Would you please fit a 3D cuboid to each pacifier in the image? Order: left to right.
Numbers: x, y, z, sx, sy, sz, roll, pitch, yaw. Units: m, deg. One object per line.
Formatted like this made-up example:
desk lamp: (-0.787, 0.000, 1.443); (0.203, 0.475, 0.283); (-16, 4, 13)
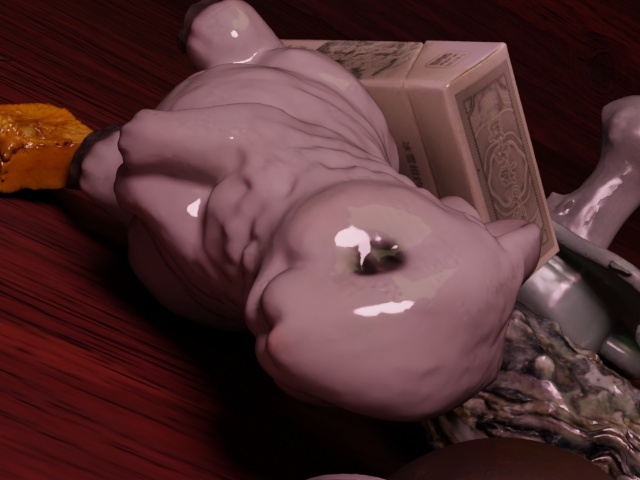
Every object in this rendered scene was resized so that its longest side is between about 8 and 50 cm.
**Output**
pacifier: (0.248, -0.016, 1.309); (0.343, 0.269, 0.288); (39, -9, 15)

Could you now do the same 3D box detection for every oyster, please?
oyster: (0.163, 0.138, 0.872); (0.351, 0.158, 0.162); (52, -13, 25)

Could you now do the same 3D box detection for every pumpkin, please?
pumpkin: (-0.197, -0.061, 0.952); (0.083, 0.053, 0.074); (-7, 32, -34)

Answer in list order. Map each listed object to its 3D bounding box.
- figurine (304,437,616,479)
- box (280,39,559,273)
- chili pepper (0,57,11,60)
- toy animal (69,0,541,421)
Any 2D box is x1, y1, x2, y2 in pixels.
figurine: (0.062, 0.164, 0.572); (0.275, 0.161, 0.158); (2, 73, -58)
box: (0.038, -0.060, 1.020); (0.257, 0.164, 0.069); (10, 37, 46)
chili pepper: (-0.315, -0.167, 1.007); (0.192, 0.084, 0.086); (22, 33, -17)
toy animal: (0.000, 0.000, 0.831); (0.258, 0.193, 0.357); (25, 10, -37)
